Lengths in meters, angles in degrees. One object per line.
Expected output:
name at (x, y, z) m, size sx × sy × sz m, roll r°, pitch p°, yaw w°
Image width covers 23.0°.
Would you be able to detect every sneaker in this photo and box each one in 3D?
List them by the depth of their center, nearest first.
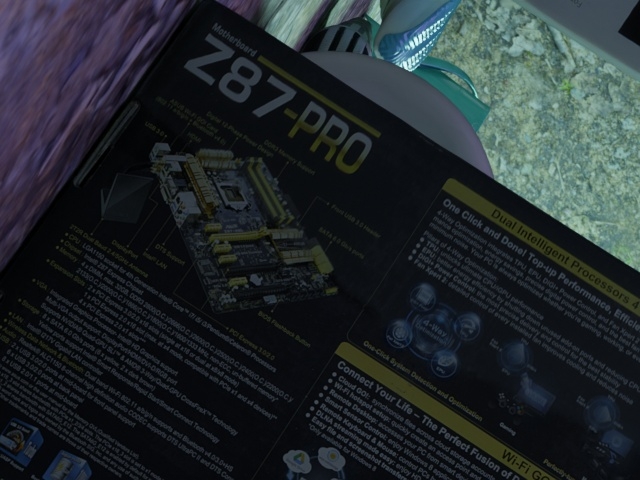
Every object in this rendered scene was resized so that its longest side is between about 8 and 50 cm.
sneaker at (0.086, -0.236, 1.468) m, size 0.087 × 0.092 × 0.229 m, roll -59°, pitch 180°, yaw 41°
sneaker at (-0.006, -0.111, 1.484) m, size 0.229 × 0.086 × 0.132 m, roll -58°, pitch -179°, yaw 26°

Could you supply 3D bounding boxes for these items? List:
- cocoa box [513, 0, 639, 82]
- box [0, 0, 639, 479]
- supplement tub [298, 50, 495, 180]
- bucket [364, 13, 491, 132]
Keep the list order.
cocoa box at (0.250, -0.263, 1.228) m, size 0.231 × 0.347 × 0.228 m, roll -57°, pitch 179°, yaw 12°
box at (0.016, 0.112, 0.801) m, size 0.318 × 0.395 × 0.097 m, roll -57°, pitch 177°, yaw -10°
supplement tub at (0.000, 0.000, 1.151) m, size 0.228 × 0.228 × 0.316 m, roll -56°, pitch 179°, yaw -5°
bucket at (0.058, -0.103, 1.809) m, size 0.281 × 0.183 × 0.281 m, roll -56°, pitch 179°, yaw -2°
